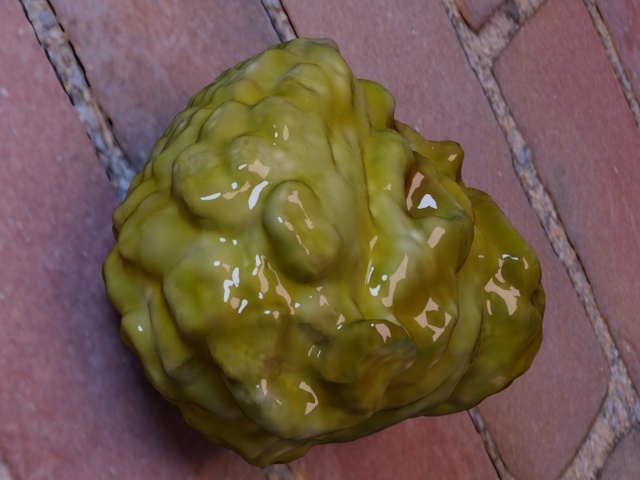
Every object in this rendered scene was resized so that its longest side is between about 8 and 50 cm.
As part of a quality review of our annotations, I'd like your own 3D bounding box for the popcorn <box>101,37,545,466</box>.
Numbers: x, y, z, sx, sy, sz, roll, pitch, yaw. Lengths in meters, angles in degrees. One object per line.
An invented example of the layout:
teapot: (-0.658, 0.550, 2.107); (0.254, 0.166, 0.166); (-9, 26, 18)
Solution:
popcorn: (0.000, 0.000, 1.055); (0.286, 0.174, 0.225); (-7, 76, -54)
